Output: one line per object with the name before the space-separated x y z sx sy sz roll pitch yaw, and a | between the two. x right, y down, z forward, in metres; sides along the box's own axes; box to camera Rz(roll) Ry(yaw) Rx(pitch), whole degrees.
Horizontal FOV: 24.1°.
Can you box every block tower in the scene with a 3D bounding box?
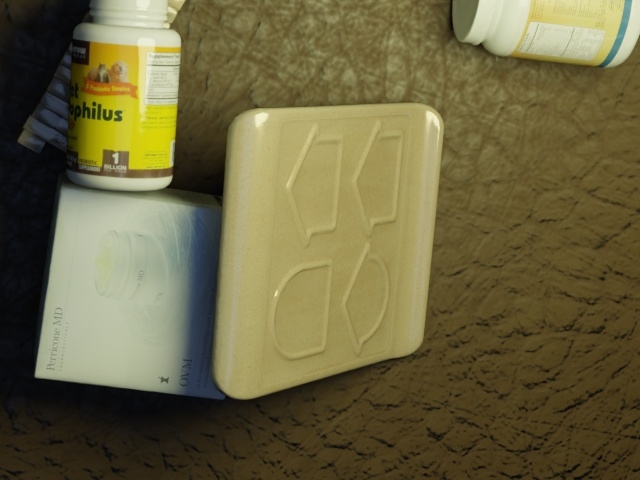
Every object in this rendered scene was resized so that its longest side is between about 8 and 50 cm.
block tower | -0.227 -0.242 1.715 0.097 0.091 0.335 30 94 -13

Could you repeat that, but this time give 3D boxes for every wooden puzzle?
wooden puzzle | 0.000 0.000 1.744 0.348 0.081 0.322 -7 105 -49

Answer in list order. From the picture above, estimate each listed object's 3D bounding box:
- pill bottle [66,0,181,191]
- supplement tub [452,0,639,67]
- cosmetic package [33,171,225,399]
pill bottle | -0.213 -0.166 1.624 0.117 0.117 0.214 3 99 -11
supplement tub | 0.268 -0.284 1.768 0.200 0.144 0.144 5 99 -11
cosmetic package | -0.209 0.052 1.746 0.225 0.138 0.224 8 98 -10
